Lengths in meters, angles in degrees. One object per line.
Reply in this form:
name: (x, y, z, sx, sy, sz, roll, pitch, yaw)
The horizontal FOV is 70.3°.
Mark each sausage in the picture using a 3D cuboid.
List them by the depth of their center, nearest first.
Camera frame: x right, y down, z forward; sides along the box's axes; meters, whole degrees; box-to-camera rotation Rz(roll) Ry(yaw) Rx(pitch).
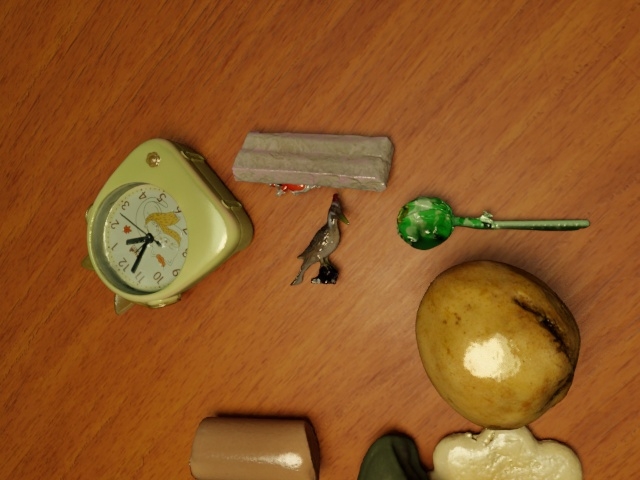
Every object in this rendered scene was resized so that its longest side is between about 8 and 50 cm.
sausage: (-0.120, 0.414, 0.892, 0.253, 0.123, 0.123, -3, 91, 14)

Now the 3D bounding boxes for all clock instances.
clock: (-0.339, -0.009, 0.941, 0.348, 0.117, 0.286, -41, 82, 14)

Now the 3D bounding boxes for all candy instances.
candy: (0.297, -0.031, 0.795, 0.324, 0.097, 0.097, 1, 92, 7)

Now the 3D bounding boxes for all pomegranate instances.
pomegranate: (0.270, 0.157, 0.709, 0.260, 0.260, 0.260, 1, 92, 15)

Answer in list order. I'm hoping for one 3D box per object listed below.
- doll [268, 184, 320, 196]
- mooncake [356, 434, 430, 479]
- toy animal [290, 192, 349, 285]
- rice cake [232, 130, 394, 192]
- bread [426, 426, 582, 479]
doll: (-0.049, -0.113, 0.898, 0.114, 0.039, 0.057, 13, 68, 23)
mooncake: (0.149, 0.436, 0.802, 0.168, 0.104, 0.175, -42, 44, 41)
toy animal: (0.006, 0.008, 0.873, 0.105, 0.070, 0.202, 22, 102, 33)
rice cake: (-0.016, -0.154, 0.860, 0.298, 0.050, 0.106, 6, 62, 15)
bread: (0.324, 0.475, 0.808, 0.316, 0.054, 0.316, 1, 93, 14)
